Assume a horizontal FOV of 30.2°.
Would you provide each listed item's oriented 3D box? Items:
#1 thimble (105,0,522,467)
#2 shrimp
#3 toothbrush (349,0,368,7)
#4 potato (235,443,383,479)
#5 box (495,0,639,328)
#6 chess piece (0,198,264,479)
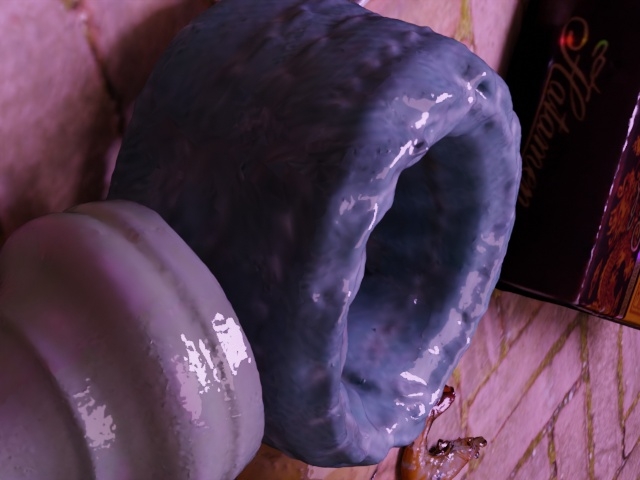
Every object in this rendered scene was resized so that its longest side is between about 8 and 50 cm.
[{"bbox_3d":[0.000,0.000,0.593,0.198,0.143,0.235,-27,133,-50],"label":"thimble"},{"bbox_3d":[0.105,0.159,0.963,0.127,0.025,0.091,-1,104,-55],"label":"shrimp"},{"bbox_3d":[-0.004,-0.109,0.670,0.131,0.011,0.013,-50,136,-31],"label":"toothbrush"},{"bbox_3d":[0.009,0.097,0.726,0.107,0.080,0.170,52,57,-45],"label":"potato"},{"bbox_3d":[0.271,-0.059,1.033,0.415,0.115,0.264,15,93,-59],"label":"box"},{"bbox_3d":[-0.161,0.094,0.436,0.271,0.139,0.139,-29,129,-34],"label":"chess piece"}]
